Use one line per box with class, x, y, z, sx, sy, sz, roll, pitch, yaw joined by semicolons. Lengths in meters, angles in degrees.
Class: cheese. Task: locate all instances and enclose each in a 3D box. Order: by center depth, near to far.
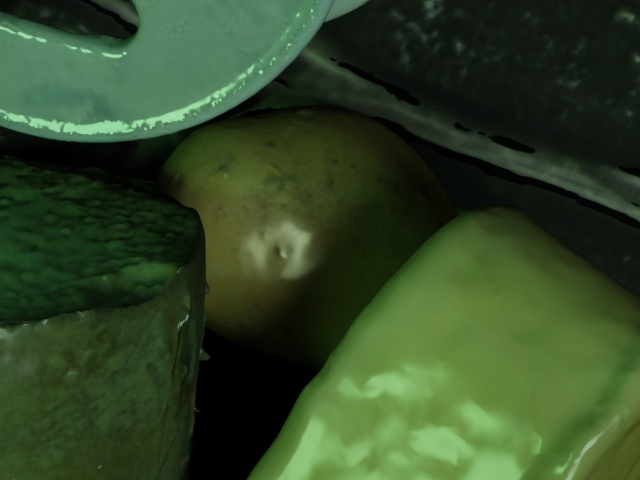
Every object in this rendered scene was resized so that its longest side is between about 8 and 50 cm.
cheese;0.011;0.197;0.669;0.384;0.104;0.384;-42;155;-26

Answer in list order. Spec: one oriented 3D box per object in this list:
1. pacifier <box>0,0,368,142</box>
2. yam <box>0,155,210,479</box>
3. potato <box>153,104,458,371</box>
pacifier;-0.077;-0.140;0.457;0.238;0.226;0.287;21;120;8
yam;-0.130;0.097;0.626;0.161;0.161;0.268;-7;127;-22
potato;-0.002;0.000;0.667;0.147;0.112;0.112;20;110;-28
